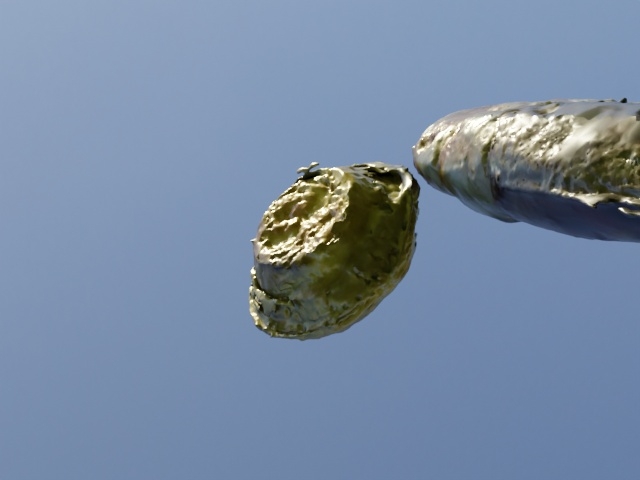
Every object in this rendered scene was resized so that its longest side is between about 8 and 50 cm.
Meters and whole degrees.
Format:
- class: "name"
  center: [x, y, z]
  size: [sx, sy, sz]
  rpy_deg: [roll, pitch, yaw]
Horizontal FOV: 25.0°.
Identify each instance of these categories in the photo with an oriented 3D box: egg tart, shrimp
- class: "egg tart"
  center: [0.000, 0.000, 0.851]
  size: [0.052, 0.130, 0.130]
  rpy_deg: [41, -137, -34]
- class: "shrimp"
  center: [0.202, -0.047, 0.771]
  size: [0.233, 0.071, 0.365]
  rpy_deg: [-10, -168, -29]
